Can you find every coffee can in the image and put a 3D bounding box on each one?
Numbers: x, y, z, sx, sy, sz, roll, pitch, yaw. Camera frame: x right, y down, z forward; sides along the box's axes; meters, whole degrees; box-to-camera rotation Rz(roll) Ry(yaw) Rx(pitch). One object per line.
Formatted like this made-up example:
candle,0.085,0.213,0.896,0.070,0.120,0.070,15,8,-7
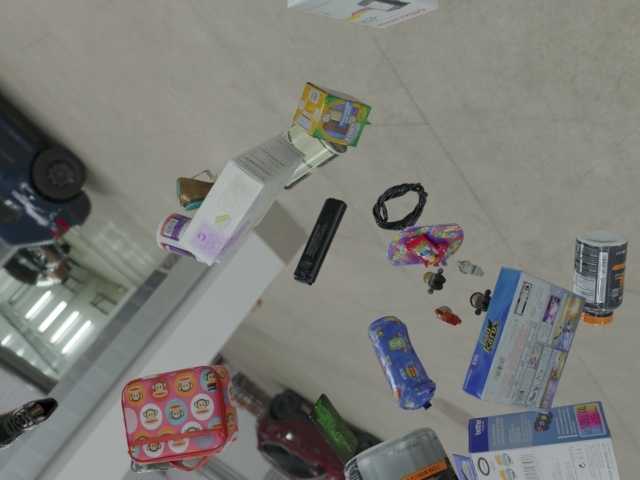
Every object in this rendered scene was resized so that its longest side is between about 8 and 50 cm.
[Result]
coffee can,-0.066,-0.342,2.371,0.275,0.201,0.201,-31,117,30

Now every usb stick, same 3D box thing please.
usb stick,0.000,0.000,1.890,0.077,0.278,0.045,16,166,30

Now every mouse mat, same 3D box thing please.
mouse mat,0.042,0.550,1.848,0.190,0.007,0.152,54,-160,0

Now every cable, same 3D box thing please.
cable,0.246,-0.110,1.946,0.150,0.047,0.184,20,122,-15

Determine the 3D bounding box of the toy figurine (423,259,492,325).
toy figurine,0.481,0.179,2.214,0.148,0.213,0.210,-132,19,-87

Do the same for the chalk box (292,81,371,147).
chalk box,0.051,-0.365,1.872,0.213,0.132,0.132,8,-157,-36

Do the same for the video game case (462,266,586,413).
video game case,0.431,0.214,1.331,0.244,0.270,0.061,20,178,-35

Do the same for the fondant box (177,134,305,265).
fondant box,-0.175,-0.104,1.488,0.096,0.238,0.330,37,-157,1

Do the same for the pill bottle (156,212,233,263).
pill bottle,-0.341,-0.002,1.739,0.193,0.108,0.108,17,155,20

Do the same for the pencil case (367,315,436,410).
pencil case,0.255,0.380,1.982,0.119,0.133,0.306,77,172,-50

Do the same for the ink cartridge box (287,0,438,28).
ink cartridge box,0.103,-0.618,1.520,0.306,0.131,0.226,0,-178,-35

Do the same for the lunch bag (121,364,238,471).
lunch bag,-0.364,0.469,1.652,0.293,0.258,0.120,-13,169,14

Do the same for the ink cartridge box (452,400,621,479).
ink cartridge box,0.537,0.580,1.599,0.395,0.151,0.270,-14,107,17

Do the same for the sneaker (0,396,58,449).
sneaker,-0.631,0.375,1.344,0.072,0.077,0.178,57,-163,-3

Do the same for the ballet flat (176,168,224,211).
ballet flat,-0.330,-0.168,2.022,0.116,0.342,0.124,-27,80,36

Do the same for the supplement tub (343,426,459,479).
supplement tub,0.198,0.553,1.215,0.207,0.207,0.338,82,165,-65

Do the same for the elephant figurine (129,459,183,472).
elephant figurine,-0.522,0.595,1.983,0.186,0.239,0.169,-24,153,39

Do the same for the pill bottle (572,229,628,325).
pill bottle,0.757,0.104,1.724,0.130,0.130,0.246,17,119,46

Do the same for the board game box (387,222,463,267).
board game box,0.227,0.022,1.339,0.133,0.168,0.033,101,160,-49
